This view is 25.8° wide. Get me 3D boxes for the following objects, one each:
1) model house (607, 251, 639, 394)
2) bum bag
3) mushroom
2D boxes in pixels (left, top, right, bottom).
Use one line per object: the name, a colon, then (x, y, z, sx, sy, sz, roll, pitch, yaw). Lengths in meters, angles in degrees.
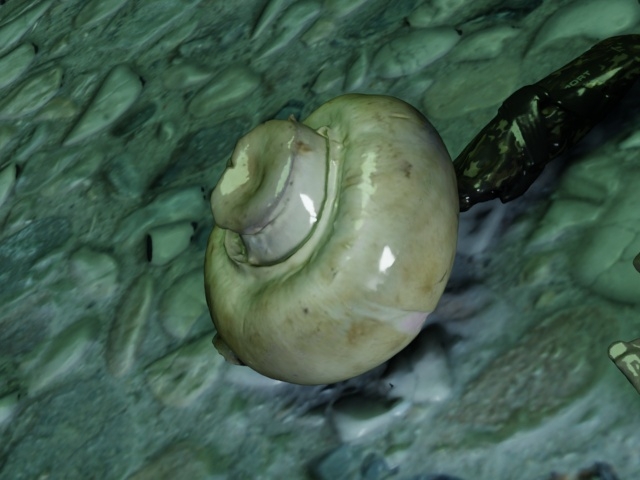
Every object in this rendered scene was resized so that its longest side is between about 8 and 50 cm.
model house: (0.279, 0.026, 0.886, 0.188, 0.122, 0.229, 5, 52, 48)
bum bag: (0.187, -0.101, 1.182, 0.248, 0.069, 0.102, -43, -3, -10)
mushroom: (0.000, 0.000, 1.113, 0.255, 0.184, 0.255, -21, 53, 31)
